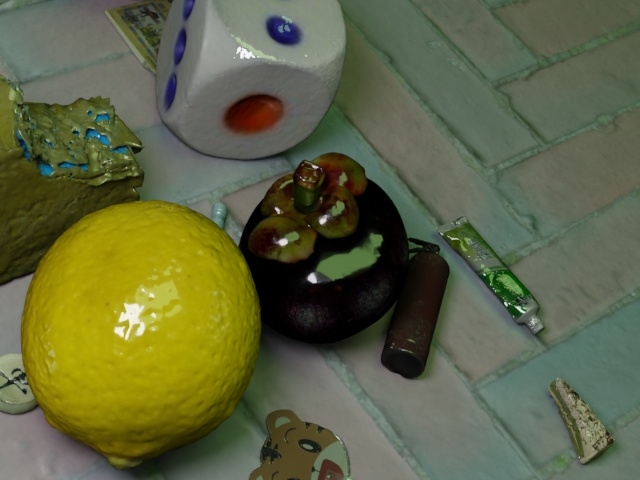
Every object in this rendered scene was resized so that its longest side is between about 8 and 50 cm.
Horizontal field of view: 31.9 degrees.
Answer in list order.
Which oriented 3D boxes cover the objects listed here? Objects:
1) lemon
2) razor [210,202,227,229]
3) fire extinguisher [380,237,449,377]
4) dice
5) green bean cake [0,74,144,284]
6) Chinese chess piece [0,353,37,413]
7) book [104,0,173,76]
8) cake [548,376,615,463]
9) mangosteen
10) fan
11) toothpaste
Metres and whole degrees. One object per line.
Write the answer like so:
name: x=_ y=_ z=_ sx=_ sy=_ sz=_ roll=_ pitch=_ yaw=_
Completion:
lemon: x=-0.229 y=0.112 z=1.457 sx=0.336 sy=0.336 sz=0.336 roll=11 pitch=51 yaw=-14
razor: x=-0.172 y=0.028 z=1.716 sx=0.106 sy=0.068 sz=0.232 roll=16 pitch=45 yaw=-11
fire extinguisher: x=0.151 y=0.093 z=1.793 sx=0.089 sy=0.072 sz=0.267 roll=-1 pitch=45 yaw=23
dice: x=-0.120 y=-0.301 z=1.849 sx=0.243 sy=0.259 sz=0.251 roll=7 pitch=54 yaw=-24
green bean cake: x=-0.405 y=-0.120 z=1.583 sx=0.310 sy=0.285 sz=0.202 roll=-19 pitch=59 yaw=-34
Chinese chess piece: x=-0.410 y=0.191 z=1.504 sx=0.084 sy=0.034 sz=0.084 roll=12 pitch=50 yaw=-15
book: x=-0.264 y=-0.375 z=2.014 sx=0.192 sy=0.013 sz=0.168 roll=-24 pitch=66 yaw=-35
cake: x=0.410 y=0.280 z=1.764 sx=0.055 sy=0.051 sz=0.140 roll=-7 pitch=59 yaw=-26
mangosteen: x=0.000 y=0.000 z=1.645 sx=0.275 sy=0.302 sz=0.275 roll=-6 pitch=47 yaw=6
fan: x=0.015 y=0.333 z=1.587 sx=0.227 sy=0.008 sz=0.152 roll=22 pitch=48 yaw=-4
toothpaste: x=0.293 y=0.058 z=1.892 sx=0.078 sy=0.047 sz=0.248 roll=-20 pitch=62 yaw=-35
